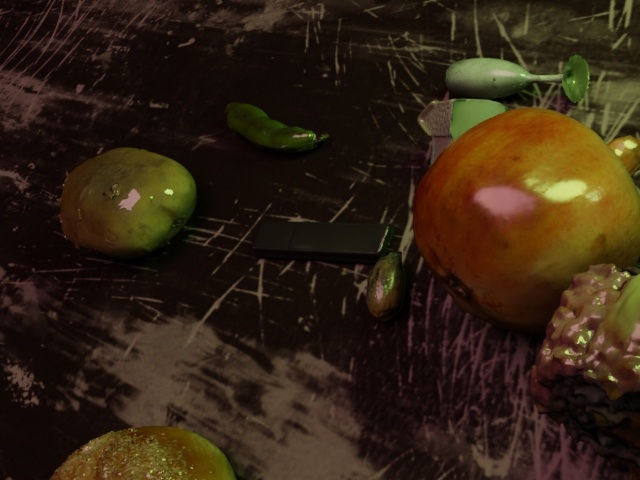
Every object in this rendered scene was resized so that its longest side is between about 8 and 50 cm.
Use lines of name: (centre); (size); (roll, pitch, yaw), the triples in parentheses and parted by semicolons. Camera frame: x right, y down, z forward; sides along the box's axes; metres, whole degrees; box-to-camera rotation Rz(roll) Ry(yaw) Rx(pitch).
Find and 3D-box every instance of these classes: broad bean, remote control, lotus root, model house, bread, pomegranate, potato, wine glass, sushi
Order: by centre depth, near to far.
sushi: (0.341, 0.118, 1.004); (0.270, 0.236, 0.170); (6, 53, 46)
pomegranate: (0.245, -0.031, 1.208); (0.270, 0.229, 0.252); (-40, 32, -10)
bread: (-0.243, 0.359, 1.342); (0.306, 0.159, 0.305); (-21, 48, 25)
lotus root: (0.085, 0.056, 1.395); (0.049, 0.054, 0.099); (3, 59, 17)
model house: (0.187, -0.135, 1.453); (0.100, 0.088, 0.100); (-176, 89, -68)
wine glass: (0.261, -0.220, 1.469); (0.198, 0.066, 0.066); (9, 64, 45)
remote control: (0.000, 0.000, 1.534); (0.245, 0.025, 0.063); (1, 63, 41)
broad bean: (-0.086, -0.177, 1.732); (0.065, 0.046, 0.255); (-49, 42, -14)
potato: (-0.331, -0.064, 1.775); (0.296, 0.141, 0.191); (6, 60, 45)
